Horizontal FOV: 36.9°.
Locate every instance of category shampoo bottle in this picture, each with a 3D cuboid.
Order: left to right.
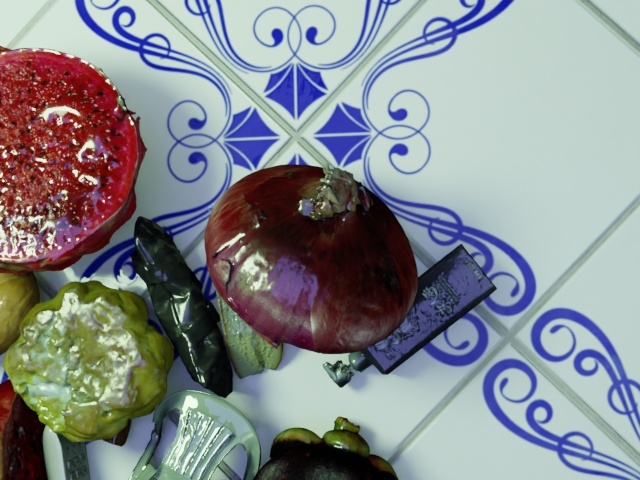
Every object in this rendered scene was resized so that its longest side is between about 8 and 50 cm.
[{"bbox_3d":[0.143,0.138,1.599,0.309,0.071,0.098,-39,86,5],"label":"shampoo bottle"}]

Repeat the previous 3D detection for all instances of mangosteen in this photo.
[{"bbox_3d":[0.015,0.417,1.525,0.275,0.275,0.302,10,52,7],"label":"mangosteen"}]

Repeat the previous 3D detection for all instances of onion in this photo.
[{"bbox_3d":[0.000,0.000,1.479,0.347,0.347,0.285,32,134,8],"label":"onion"}]

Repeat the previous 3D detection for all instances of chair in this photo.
[{"bbox_3d":[-0.228,0.407,1.575,0.203,0.190,0.275,25,62,7],"label":"chair"}]

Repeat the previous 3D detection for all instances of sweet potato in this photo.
[{"bbox_3d":[-0.350,0.297,1.665,0.049,0.049,0.117,4,77,7],"label":"sweet potato"}]

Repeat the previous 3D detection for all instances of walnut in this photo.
[{"bbox_3d":[-0.572,0.118,1.645,0.206,0.159,0.159,-44,83,-1],"label":"walnut"}]

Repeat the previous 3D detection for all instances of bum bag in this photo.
[{"bbox_3d":[-0.230,0.108,1.606,0.095,0.144,0.340,-26,84,2],"label":"bum bag"}]

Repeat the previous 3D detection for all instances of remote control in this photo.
[{"bbox_3d":[-0.424,0.458,1.627,0.055,0.109,0.313,-10,86,6],"label":"remote control"}]

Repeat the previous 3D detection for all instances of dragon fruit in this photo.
[{"bbox_3d":[-0.585,0.436,1.631,0.330,0.302,0.240,-33,115,19],"label":"dragon fruit"},{"bbox_3d":[-0.465,-0.118,1.590,0.371,0.249,0.386,-21,76,-7],"label":"dragon fruit"}]

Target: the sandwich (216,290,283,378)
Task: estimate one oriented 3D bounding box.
[{"bbox_3d":[-0.121,0.104,1.623,0.094,0.096,0.258,-10,88,1],"label":"sandwich"}]

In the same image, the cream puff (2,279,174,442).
[{"bbox_3d":[-0.376,0.199,1.598,0.281,0.185,0.282,0,88,5],"label":"cream puff"}]
